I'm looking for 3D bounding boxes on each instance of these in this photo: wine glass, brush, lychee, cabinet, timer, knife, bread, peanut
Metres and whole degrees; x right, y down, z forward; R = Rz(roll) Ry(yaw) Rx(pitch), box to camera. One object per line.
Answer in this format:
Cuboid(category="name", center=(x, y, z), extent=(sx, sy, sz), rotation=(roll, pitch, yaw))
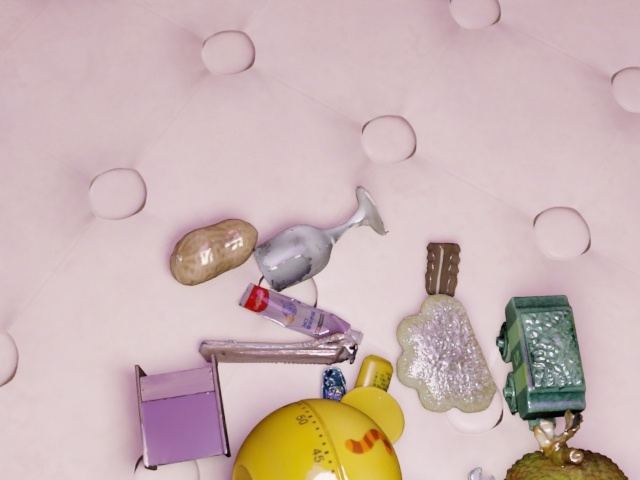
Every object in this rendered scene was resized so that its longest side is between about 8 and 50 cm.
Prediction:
Cuboid(category="wine glass", center=(0.000, 0.000, 1.916), extent=(0.321, 0.143, 0.143), rotation=(-32, 73, -12))
Cuboid(category="brush", center=(0.278, 0.150, 1.912), extent=(0.084, 0.071, 0.300), rotation=(5, 76, 17))
Cuboid(category="lychee", center=(0.501, 0.537, 1.636), extent=(0.270, 0.320, 0.270), rotation=(-12, 37, 9))
Cuboid(category="cabinet", center=(-0.296, 0.373, 1.745), extent=(0.175, 0.148, 0.215), rotation=(-9, 73, -6))
Cuboid(category="timer", center=(0.032, 0.480, 1.591), extent=(0.387, 0.376, 0.376), rotation=(-7, 68, -23))
Cuboid(category="knife", center=(-0.097, 0.249, 1.847), extent=(0.365, 0.089, 0.043), rotation=(0, 24, 0))
Cuboid(category="bread", center=(0.271, 0.275, 1.834), extent=(0.207, 0.056, 0.286), rotation=(-24, 82, -7))
Cuboid(category="peanut", center=(-0.253, 0.021, 1.898), extent=(0.224, 0.129, 0.129), rotation=(-28, 72, -15))

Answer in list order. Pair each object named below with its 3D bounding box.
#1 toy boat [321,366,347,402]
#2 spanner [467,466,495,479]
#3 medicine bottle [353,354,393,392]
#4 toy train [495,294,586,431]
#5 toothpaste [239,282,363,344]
Cuboid(category="toy boat", center=(0.033, 0.354, 1.812), extent=(0.060, 0.061, 0.137), rotation=(-2, 69, -3))
Cuboid(category="spanner", center=(0.306, 0.619, 1.652), extent=(0.071, 0.017, 0.301), rotation=(19, 68, 2))
Cuboid(category="medicine bottle", center=(0.096, 0.387, 1.793), extent=(0.064, 0.095, 0.260), rotation=(6, 70, 40))
Cuboid(category="toy train", center=(0.490, 0.264, 1.775), extent=(0.167, 0.238, 0.299), rotation=(-4, 67, -1))
Cuboid(category="toothpaste", center=(-0.043, 0.180, 1.889), extent=(0.301, 0.048, 0.075), rotation=(20, 73, 8))
